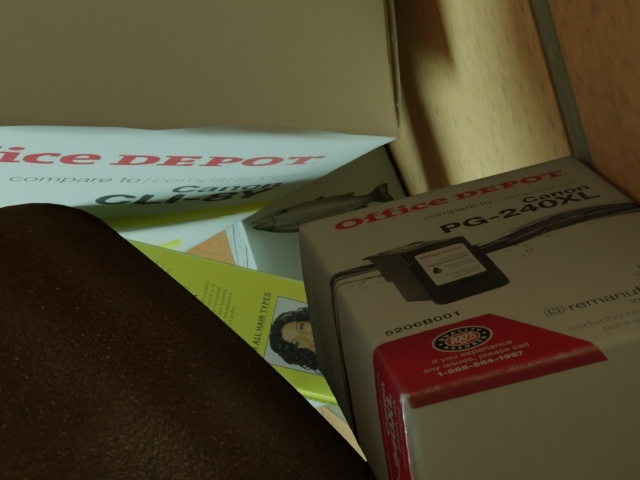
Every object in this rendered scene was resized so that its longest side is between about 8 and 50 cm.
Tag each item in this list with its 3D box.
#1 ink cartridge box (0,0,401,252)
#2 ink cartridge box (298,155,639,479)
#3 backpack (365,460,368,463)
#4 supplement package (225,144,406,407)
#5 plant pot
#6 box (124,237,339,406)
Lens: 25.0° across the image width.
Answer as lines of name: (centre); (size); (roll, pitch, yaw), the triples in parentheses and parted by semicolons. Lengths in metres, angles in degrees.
ink cartridge box: (-0.169, -0.082, 0.781); (0.384, 0.279, 0.160); (-25, 68, 61)
ink cartridge box: (0.061, 0.031, 0.464); (0.150, 0.109, 0.063); (-123, 20, -67)
backpack: (0.066, 0.230, 0.623); (0.253, 0.191, 0.225); (73, 173, -51)
supplement package: (0.000, 0.000, 0.907); (0.105, 0.105, 0.179); (87, 165, -55)
plant pot: (-0.047, 0.133, 0.472); (0.230, 0.215, 0.215); (29, 150, 25)
box: (-0.031, 0.048, 0.757); (0.087, 0.232, 0.058); (129, 154, -80)
